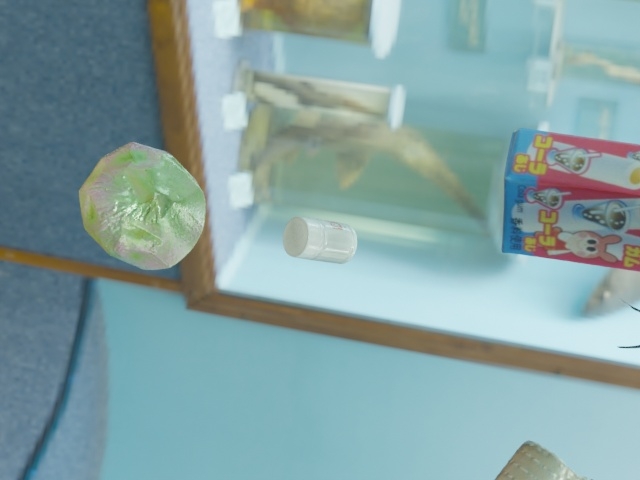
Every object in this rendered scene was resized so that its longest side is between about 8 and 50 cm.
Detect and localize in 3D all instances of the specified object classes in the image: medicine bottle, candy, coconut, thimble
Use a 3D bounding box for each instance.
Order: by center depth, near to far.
[{"bbox_3d":[-0.118,-0.023,0.903,0.081,0.082,0.083,-179,-87,-67],"label":"coconut"},{"bbox_3d":[0.264,0.297,1.644,0.090,0.102,0.115,-51,-162,-6],"label":"thimble"},{"bbox_3d":[0.389,-0.042,1.758,0.157,0.306,0.100,84,19,-50],"label":"candy"},{"bbox_3d":[0.000,0.000,1.843,0.089,0.057,0.057,8,92,-41],"label":"medicine bottle"}]

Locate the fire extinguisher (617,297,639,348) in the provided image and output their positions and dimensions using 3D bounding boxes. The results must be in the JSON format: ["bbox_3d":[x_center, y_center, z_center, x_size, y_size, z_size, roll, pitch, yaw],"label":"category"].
[{"bbox_3d":[0.382,-0.051,1.374,0.114,0.136,0.337,18,80,-73],"label":"fire extinguisher"}]
